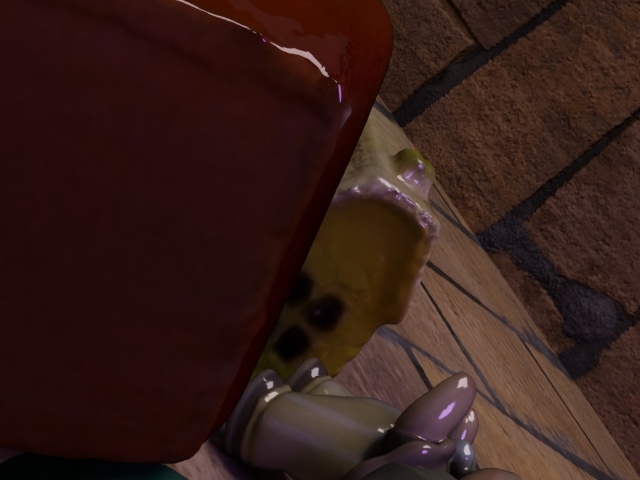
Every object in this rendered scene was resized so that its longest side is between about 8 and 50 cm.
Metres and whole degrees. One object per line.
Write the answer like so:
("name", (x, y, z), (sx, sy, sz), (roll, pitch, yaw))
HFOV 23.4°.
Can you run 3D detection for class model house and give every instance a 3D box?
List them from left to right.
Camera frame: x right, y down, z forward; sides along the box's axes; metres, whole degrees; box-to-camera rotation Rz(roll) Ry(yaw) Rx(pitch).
("model house", (0.000, 0.000, 1.253), (0.175, 0.234, 0.193), (46, 15, -22))

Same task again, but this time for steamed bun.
("steamed bun", (-0.179, -0.080, 0.599), (0.379, 0.235, 0.248), (15, 22, -19))

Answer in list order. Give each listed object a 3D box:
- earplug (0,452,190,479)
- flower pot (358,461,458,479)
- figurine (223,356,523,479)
("earplug", (-0.080, 0.205, 0.625), (0.280, 0.163, 0.258), (-21, 109, -66))
("flower pot", (0.042, 0.210, 0.811), (0.235, 0.140, 0.235), (48, -18, 21))
("figurine", (0.095, 0.224, 1.071), (0.380, 0.203, 0.248), (41, -8, 21))
